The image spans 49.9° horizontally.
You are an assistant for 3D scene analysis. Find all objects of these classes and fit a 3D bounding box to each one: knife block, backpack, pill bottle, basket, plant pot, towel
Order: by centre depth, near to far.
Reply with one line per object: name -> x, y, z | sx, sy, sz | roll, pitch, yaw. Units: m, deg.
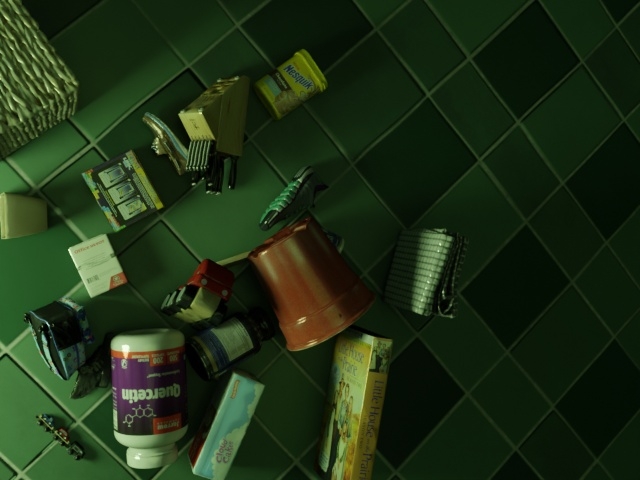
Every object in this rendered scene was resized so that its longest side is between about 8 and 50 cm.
basket -> -0.737, -0.378, 1.530 | 0.266, 0.331, 0.328 | -36, 101, -16
plant pot -> -0.715, -0.060, 1.658 | 0.096, 0.109, 0.109 | -3, 91, -30
backpack -> -0.620, 0.243, 1.663 | 0.117, 0.158, 0.173 | -26, 112, -34
pill bottle -> -0.422, 0.387, 1.708 | 0.182, 0.181, 0.322 | -3, 91, -18
plant pot -> -0.038, 0.098, 1.781 | 0.272, 0.272, 0.265 | -33, 99, -15
pill bottle -> -0.231, 0.263, 1.790 | 0.219, 0.123, 0.122 | -28, 99, -29
knife block -> -0.252, -0.266, 1.800 | 0.275, 0.088, 0.242 | -53, 133, -36
towel -> 0.292, 0.087, 1.880 | 0.121, 0.284, 0.235 | 18, 86, -18
pill bottle -> 0.000, 0.000, 1.899 | 0.120, 0.067, 0.067 | 25, 83, -16

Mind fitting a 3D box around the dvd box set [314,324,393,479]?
dvd box set -> 0.081, 0.442, 1.803 | 0.062, 0.307, 0.420 | 10, 88, -15

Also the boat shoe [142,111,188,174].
boat shoe -> -0.400, -0.247, 1.772 | 0.066, 0.066, 0.183 | -45, 102, -11

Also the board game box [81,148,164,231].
board game box -> -0.502, -0.126, 1.750 | 0.141, 0.048, 0.170 | -30, 99, -17

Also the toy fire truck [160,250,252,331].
toy fire truck -> -0.267, 0.099, 1.752 | 0.158, 0.217, 0.246 | 31, 66, -18

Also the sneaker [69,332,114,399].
sneaker -> -0.574, 0.314, 1.727 | 0.089, 0.051, 0.170 | 8, 91, -22

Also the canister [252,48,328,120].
canister -> -0.083, -0.421, 1.869 | 0.170, 0.073, 0.126 | -38, 100, -12

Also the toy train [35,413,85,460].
toy train -> -0.648, 0.487, 1.717 | 0.036, 0.027, 0.158 | -45, 103, -16

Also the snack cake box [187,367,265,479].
snack cake box -> -0.247, 0.468, 1.779 | 0.089, 0.152, 0.264 | 25, 83, -16

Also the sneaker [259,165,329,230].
sneaker -> -0.068, -0.096, 1.872 | 0.098, 0.083, 0.223 | 43, 77, -18

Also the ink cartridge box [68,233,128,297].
ink cartridge box -> -0.558, 0.061, 1.728 | 0.099, 0.056, 0.135 | -24, 98, -16
